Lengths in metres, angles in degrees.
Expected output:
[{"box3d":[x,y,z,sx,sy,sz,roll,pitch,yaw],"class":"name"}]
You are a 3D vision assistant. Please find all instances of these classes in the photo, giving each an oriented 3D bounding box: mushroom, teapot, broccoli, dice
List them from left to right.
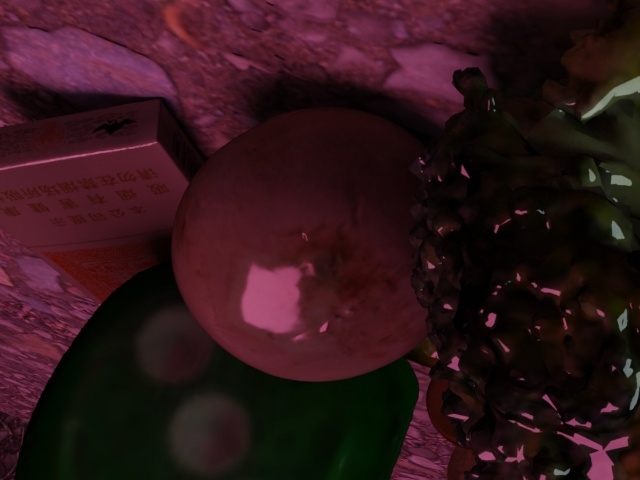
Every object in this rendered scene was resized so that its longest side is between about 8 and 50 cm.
[{"box3d":[-0.086,0.212,0.868,0.300,0.297,0.287,19,158,12],"class":"dice"},{"box3d":[0.000,0.000,0.701,0.227,0.178,0.226,-2,133,-2],"class":"mushroom"},{"box3d":[0.191,0.185,1.063,0.116,0.116,0.173,34,126,-31],"class":"teapot"},{"box3d":[0.210,0.053,0.537,0.281,0.293,0.348,-23,148,19],"class":"broccoli"}]

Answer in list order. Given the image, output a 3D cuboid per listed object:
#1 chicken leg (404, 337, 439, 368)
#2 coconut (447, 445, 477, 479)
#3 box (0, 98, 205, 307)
[{"box3d":[0.215,0.132,0.895,0.429,0.152,0.201,24,145,5],"class":"chicken leg"},{"box3d":[0.273,0.317,1.194,0.194,0.194,0.194,16,157,7],"class":"coconut"},{"box3d":[-0.176,-0.001,0.909,0.205,0.051,0.365,-8,150,14],"class":"box"}]
